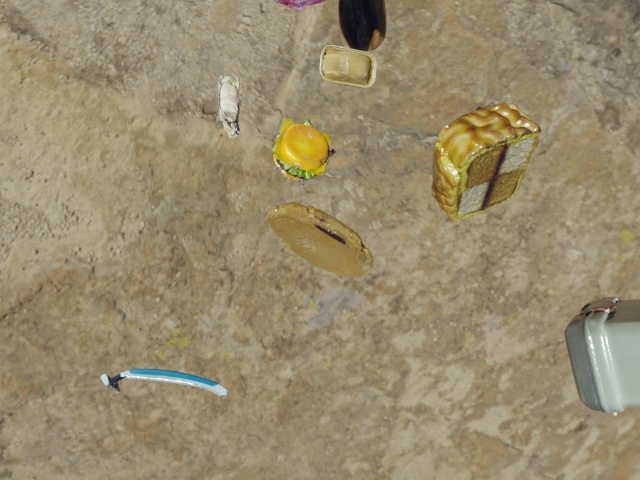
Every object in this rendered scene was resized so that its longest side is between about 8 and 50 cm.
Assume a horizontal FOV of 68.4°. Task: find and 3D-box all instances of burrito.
[{"bbox_3d":[-0.254,-0.378,1.314,0.058,0.230,0.063,-10,150,8],"label":"burrito"}]

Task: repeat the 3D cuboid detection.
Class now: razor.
[{"bbox_3d":[-0.243,0.226,0.753,0.191,0.037,0.068,5,153,-4],"label":"razor"}]

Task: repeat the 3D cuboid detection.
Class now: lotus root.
[{"bbox_3d":[0.158,-0.875,1.782,0.193,0.193,0.291,-22,134,-5],"label":"lotus root"}]

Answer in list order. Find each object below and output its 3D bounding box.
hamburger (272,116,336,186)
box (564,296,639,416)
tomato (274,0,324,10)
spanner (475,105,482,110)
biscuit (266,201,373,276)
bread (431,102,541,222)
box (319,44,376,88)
[{"bbox_3d":[-0.052,-0.234,1.252,0.163,0.190,0.093,29,150,-7],"label":"hamburger"},{"bbox_3d":[0.465,0.165,0.711,0.210,0.129,0.148,-9,86,-51],"label":"box"},{"bbox_3d":[-0.067,-0.783,1.235,0.334,0.176,0.290,-28,147,-11],"label":"tomato"},{"bbox_3d":[0.603,-0.394,1.693,0.012,0.046,0.209,-49,124,-22],"label":"spanner"},{"bbox_3d":[0.000,0.000,0.898,0.226,0.225,0.042,43,66,-32],"label":"biscuit"},{"bbox_3d":[0.290,-0.136,0.864,0.181,0.096,0.222,-23,149,-6],"label":"bread"},{"bbox_3d":[0.079,-0.515,1.405,0.177,0.111,0.111,3,117,-18],"label":"box"}]
